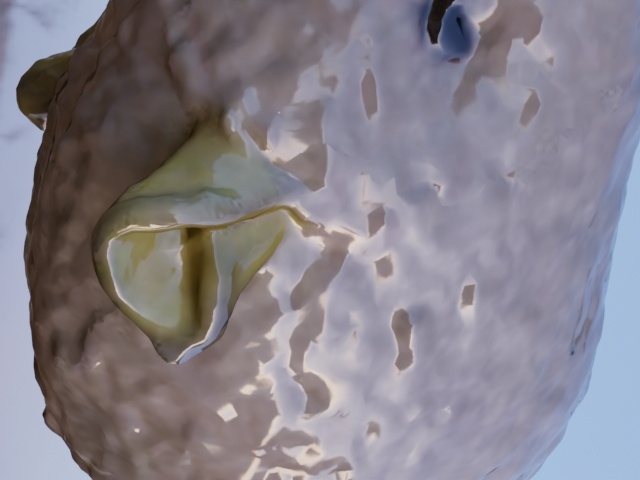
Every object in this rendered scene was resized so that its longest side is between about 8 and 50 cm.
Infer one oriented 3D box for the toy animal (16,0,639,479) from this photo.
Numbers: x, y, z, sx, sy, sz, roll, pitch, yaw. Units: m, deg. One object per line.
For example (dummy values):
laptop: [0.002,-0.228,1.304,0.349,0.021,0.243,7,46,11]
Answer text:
toy animal: [-0.001,0.006,0.598,0.188,0.226,0.358,-131,-143,-50]
